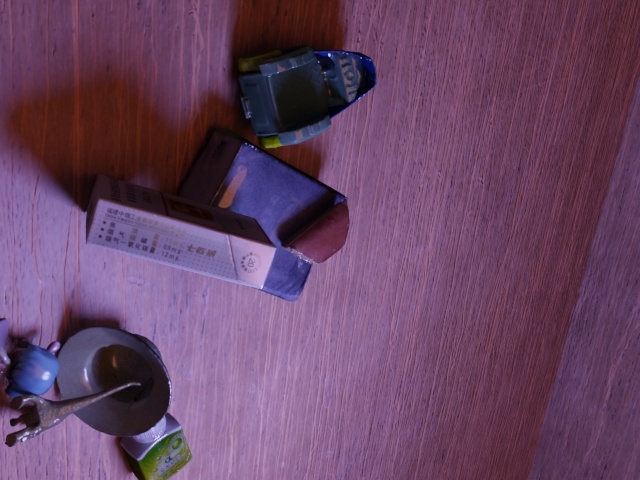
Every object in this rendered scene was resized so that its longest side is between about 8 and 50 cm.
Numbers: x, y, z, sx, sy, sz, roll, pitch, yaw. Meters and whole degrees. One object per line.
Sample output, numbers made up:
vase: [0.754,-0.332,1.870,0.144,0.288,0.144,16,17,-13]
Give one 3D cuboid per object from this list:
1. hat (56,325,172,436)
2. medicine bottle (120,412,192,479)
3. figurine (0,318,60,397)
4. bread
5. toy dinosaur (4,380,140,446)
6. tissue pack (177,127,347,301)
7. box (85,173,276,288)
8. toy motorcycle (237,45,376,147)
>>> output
hat: [-0.403,0.265,1.836,0.130,0.257,0.257,-53,155,-64]
medicine bottle: [-0.383,0.463,2.033,0.132,0.088,0.188,-35,135,-27]
figurine: [-0.612,0.259,1.647,0.260,0.103,0.205,10,106,-51]
bread: [0.001,0.000,1.982,0.192,0.067,0.119,-39,136,-27]
toy dinosaur: [-0.510,0.325,1.723,0.251,0.072,0.200,-37,163,21]
tissue pack: [-0.141,-0.047,1.951,0.394,0.124,0.288,26,93,-51]
box: [-0.266,-0.019,1.656,0.330,0.210,0.095,17,101,-18]
toy motorcycle: [-0.002,-0.329,1.855,0.326,0.200,0.191,-30,113,-39]
